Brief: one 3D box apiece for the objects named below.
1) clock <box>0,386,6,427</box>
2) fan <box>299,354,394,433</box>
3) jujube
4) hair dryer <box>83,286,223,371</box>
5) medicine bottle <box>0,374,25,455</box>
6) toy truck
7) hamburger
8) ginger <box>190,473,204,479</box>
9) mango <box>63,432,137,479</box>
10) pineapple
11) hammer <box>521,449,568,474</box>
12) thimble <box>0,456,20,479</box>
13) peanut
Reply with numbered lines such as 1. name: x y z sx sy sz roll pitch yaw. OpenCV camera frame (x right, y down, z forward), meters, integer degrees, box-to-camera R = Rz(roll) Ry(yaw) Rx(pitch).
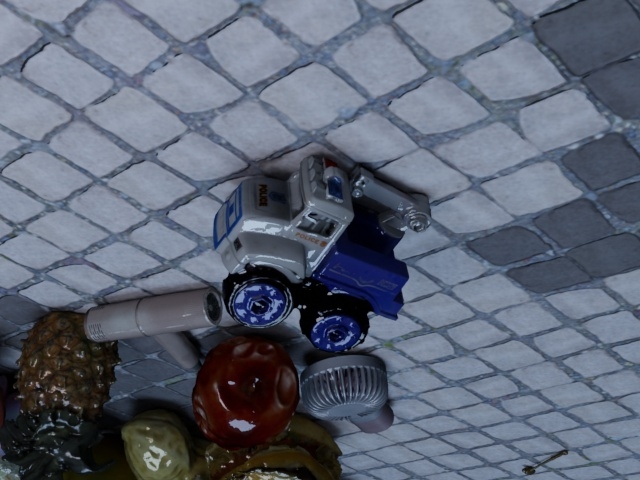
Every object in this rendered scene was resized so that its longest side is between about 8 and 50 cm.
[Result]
1. clock: -0.626 0.214 1.459 0.318 0.080 0.319 7 125 10
2. fan: 0.054 0.241 1.466 0.130 0.074 0.244 -15 150 13
3. jujube: -0.114 0.228 1.388 0.155 0.155 0.230 13 153 -12
4. hair dryer: -0.189 0.142 1.353 0.195 0.054 0.220 -10 146 24
5. medicine bottle: -0.533 0.288 1.585 0.187 0.119 0.094 -7 137 21
6. toy truck: 0.000 0.000 1.015 0.213 0.161 0.177 21 126 -23
7. hamburger: -0.080 0.394 1.628 0.244 0.163 0.244 1 137 1
8. ginger: -0.188 0.458 1.681 0.057 0.044 0.137 -31 132 19
9. mango: -0.398 0.419 1.708 0.129 0.146 0.289 11 173 14
10. pineapple: -0.360 0.260 1.328 0.170 0.310 0.141 9 151 -5
11. hammer: 0.402 0.395 1.714 0.029 0.014 0.123 9 147 -22
12. thimble: -0.590 0.452 1.843 0.143 0.138 0.190 29 154 -30
13. peanut: -0.254 0.393 1.715 0.146 0.147 0.305 -12 140 27
